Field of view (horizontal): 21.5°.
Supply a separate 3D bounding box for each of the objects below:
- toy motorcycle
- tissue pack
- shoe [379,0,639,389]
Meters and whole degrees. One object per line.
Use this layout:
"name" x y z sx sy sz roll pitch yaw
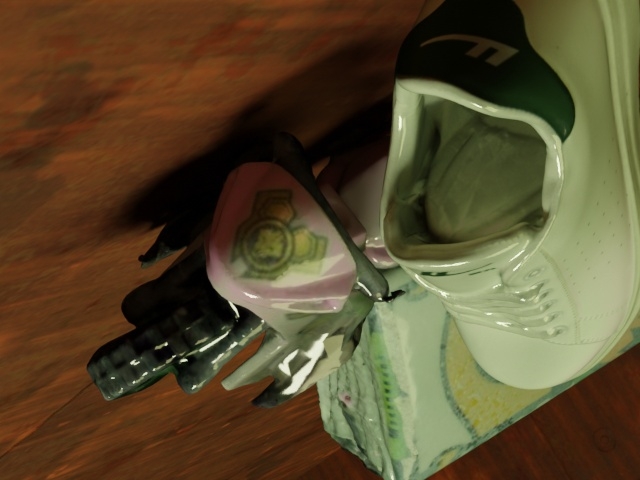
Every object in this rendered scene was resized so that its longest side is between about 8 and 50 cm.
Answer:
"toy motorcycle" 0.000 0.000 1.060 0.327 0.143 0.188 -30 171 -46
"tissue pack" 0.141 0.029 1.354 0.311 0.128 0.228 -28 133 -22
"shoe" 0.102 -0.005 0.939 0.160 0.132 0.363 -54 151 -35
